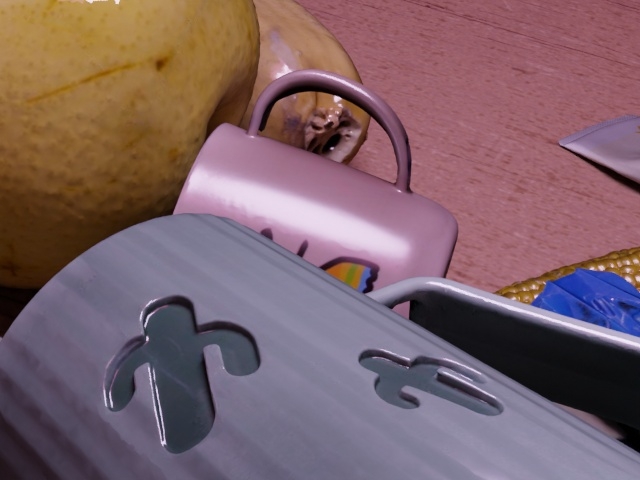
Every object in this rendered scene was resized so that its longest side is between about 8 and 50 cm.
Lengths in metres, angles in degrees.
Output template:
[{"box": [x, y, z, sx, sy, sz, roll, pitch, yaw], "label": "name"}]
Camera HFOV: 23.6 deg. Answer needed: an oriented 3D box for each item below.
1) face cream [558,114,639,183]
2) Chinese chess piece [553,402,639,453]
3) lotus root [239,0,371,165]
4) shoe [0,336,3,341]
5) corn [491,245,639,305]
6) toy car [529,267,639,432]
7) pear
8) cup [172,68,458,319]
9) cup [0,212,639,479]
[{"box": [0.351, -0.077, 1.507, 0.114, 0.070, 0.224, -20, 36, -33], "label": "face cream"}, {"box": [0.216, 0.180, 1.109, 0.238, 0.092, 0.237, 4, 37, -3], "label": "Chinese chess piece"}, {"box": [-0.078, -0.169, 1.470, 0.169, 0.151, 0.342, 5, 28, -37], "label": "lotus root"}, {"box": [-0.289, 0.086, 1.131, 0.251, 0.103, 0.100, 19, 37, 7], "label": "shoe"}, {"box": [0.229, 0.062, 1.263, 0.310, 0.101, 0.101, -14, 42, -23], "label": "corn"}, {"box": [0.240, 0.091, 1.102, 0.103, 0.063, 0.216, -20, 43, -35], "label": "toy car"}, {"box": [-0.221, -0.130, 1.231, 0.348, 0.348, 0.348, 5, 37, -4], "label": "pear"}, {"box": [0.000, 0.000, 1.179, 0.200, 0.252, 0.191, 17, 8, 6], "label": "cup"}, {"box": [0.034, 0.183, 0.928, 0.401, 0.310, 0.392, 2, 26, -48], "label": "cup"}]
